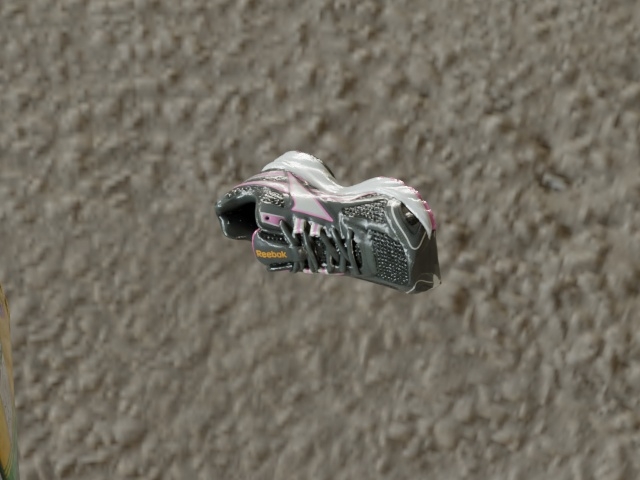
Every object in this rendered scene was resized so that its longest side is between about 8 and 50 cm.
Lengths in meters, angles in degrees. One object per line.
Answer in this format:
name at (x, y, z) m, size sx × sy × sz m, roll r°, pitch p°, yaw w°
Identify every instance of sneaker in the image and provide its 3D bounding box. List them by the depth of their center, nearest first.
sneaker at (0.000, 0.000, 0.952) m, size 0.077 × 0.072 × 0.178 m, roll -25°, pitch 25°, yaw -29°

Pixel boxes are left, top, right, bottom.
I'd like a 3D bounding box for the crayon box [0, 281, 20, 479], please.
crayon box at (-0.390, 0.076, 1.584) m, size 0.106 × 0.363 × 0.313 m, roll -9°, pitch 46°, yaw -5°
